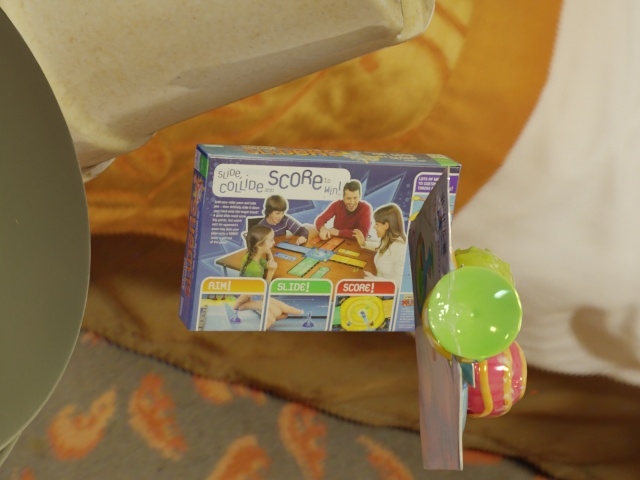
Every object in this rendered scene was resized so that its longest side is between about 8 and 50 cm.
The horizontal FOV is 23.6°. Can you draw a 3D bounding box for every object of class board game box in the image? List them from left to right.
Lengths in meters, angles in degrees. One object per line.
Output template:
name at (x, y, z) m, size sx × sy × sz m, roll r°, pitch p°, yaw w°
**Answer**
board game box at (0.000, 0.000, 1.148) m, size 0.201 × 0.035 × 0.136 m, roll 2°, pitch 106°, yaw -21°

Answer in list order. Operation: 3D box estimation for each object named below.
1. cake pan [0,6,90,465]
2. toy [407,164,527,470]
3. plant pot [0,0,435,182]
cake pan at (-0.201, -0.021, 0.594) m, size 0.293 × 0.054 × 0.293 m, roll 28°, pitch 51°, yaw -42°
toy at (0.078, 0.049, 0.790) m, size 0.056 × 0.237 × 0.137 m, roll -3°, pitch 82°, yaw 2°
plant pot at (-0.089, -0.230, 1.127) m, size 0.334 × 0.305 × 0.334 m, roll -10°, pitch 90°, yaw -69°
